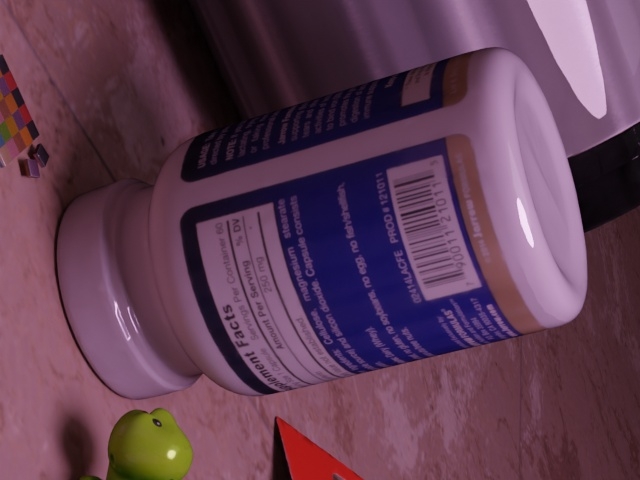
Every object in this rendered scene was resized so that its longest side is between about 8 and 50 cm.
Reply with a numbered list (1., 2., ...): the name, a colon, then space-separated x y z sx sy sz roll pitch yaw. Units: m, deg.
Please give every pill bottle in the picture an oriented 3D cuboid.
1. pill bottle: 0.000 0.000 0.883 0.153 0.265 0.153 -14 90 -71

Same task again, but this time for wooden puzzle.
1. wooden puzzle: -0.170 -0.068 0.856 0.049 0.006 0.083 -61 132 -64

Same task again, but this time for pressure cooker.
1. pressure cooker: 0.102 -0.170 1.158 0.370 0.375 0.420 -33 114 -25

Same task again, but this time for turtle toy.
1. turtle toy: -0.092 0.149 0.810 0.095 0.066 0.130 38 41 -60

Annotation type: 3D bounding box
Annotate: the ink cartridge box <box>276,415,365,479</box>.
1. ink cartridge box: 0.065 0.224 1.058 0.189 0.066 0.232 41 24 -35
